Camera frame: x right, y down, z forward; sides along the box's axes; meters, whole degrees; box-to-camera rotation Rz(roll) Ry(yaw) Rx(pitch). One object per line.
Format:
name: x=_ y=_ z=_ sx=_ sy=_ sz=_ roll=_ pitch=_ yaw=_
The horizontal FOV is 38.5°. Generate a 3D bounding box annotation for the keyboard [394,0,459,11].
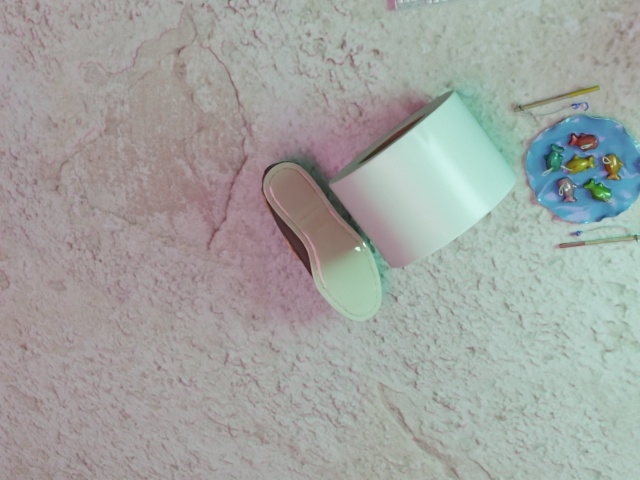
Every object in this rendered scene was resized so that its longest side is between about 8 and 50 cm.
keyboard: x=0.228 y=-0.400 z=1.376 sx=0.256 sy=0.014 sz=0.072 roll=-3 pitch=114 yaw=26

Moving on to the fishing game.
fishing game: x=0.411 y=-0.105 z=1.428 sx=0.189 sy=0.041 sz=0.264 roll=-7 pitch=112 yaw=31

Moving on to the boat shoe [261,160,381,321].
boat shoe: x=0.000 y=0.000 z=1.644 sx=0.117 sy=0.097 sz=0.324 roll=-36 pitch=103 yaw=-6

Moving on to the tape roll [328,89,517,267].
tape roll: x=0.158 y=-0.094 z=1.428 sx=0.246 sy=0.246 sz=0.169 roll=-33 pitch=98 yaw=34
